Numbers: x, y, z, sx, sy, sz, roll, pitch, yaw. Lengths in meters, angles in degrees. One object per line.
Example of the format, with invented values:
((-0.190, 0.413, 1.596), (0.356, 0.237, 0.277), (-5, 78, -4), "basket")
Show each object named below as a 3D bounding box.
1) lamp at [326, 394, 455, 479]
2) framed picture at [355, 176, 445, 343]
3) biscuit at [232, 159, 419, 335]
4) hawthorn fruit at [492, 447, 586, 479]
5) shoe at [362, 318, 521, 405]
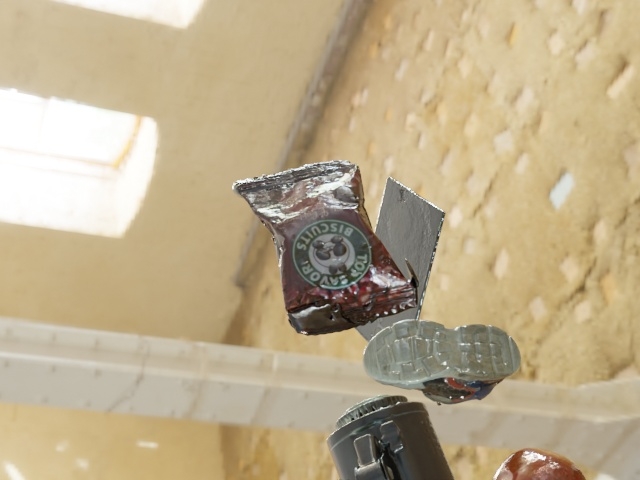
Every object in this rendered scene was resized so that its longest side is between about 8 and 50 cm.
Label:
((0.140, 0.430, 2.070), (0.374, 0.205, 0.272), (54, 15, -46), "lamp")
((0.144, 0.063, 2.109), (0.244, 0.013, 0.324), (-137, -124, -62), "framed picture")
((0.006, -0.002, 1.227), (0.063, 0.151, 0.235), (92, -22, -55), "biscuit")
((0.280, 0.330, 1.419), (0.138, 0.132, 0.133), (-133, -126, -60), "hawthorn fruit")
((0.166, 0.183, 1.585), (0.125, 0.227, 0.099), (105, -17, -56), "shoe")
